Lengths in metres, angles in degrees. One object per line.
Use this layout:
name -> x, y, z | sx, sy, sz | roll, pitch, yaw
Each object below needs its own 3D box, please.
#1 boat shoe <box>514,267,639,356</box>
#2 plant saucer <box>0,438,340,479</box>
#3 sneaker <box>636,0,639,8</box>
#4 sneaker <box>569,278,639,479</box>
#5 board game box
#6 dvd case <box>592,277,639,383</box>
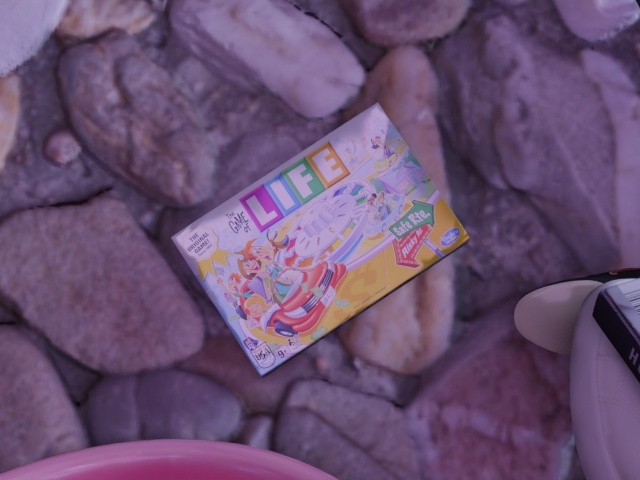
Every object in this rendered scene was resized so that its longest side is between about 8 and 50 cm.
boat shoe -> 0.182, 0.042, 0.744 | 0.133, 0.042, 0.049 | -4, 103, 1
plant saucer -> -0.103, 0.231, 0.619 | 0.332, 0.332, 0.084 | -5, 117, 1
sneaker -> 0.271, -0.134, 0.744 | 0.106, 0.101, 0.267 | -26, 92, -11
sneaker -> 0.219, 0.144, 0.632 | 0.106, 0.123, 0.290 | 2, 66, -32
board game box -> 0.000, 0.000, 0.760 | 0.154, 0.026, 0.103 | -34, 83, -2
dvd case -> 0.287, 0.065, 0.631 | 0.239, 0.029, 0.179 | -15, 50, -18
